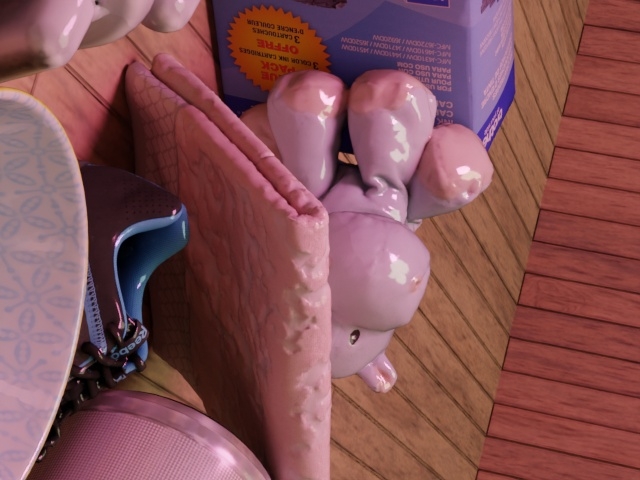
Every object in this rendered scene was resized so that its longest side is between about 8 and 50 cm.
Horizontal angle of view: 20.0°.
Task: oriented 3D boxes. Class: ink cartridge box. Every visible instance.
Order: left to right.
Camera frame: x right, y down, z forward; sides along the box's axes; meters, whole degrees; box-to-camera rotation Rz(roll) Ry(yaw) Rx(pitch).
[{"bbox_3d":[0.043,-0.225,1.731,0.395,0.270,0.151,83,26,-43],"label":"ink cartridge box"}]

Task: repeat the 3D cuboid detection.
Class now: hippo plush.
[{"bbox_3d":[0.000,0.000,1.667,0.294,0.234,0.237,-53,-169,44],"label":"hippo plush"}]

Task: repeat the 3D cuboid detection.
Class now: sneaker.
[{"bbox_3d":[-0.210,0.087,1.352,0.125,0.139,0.341,70,37,-63],"label":"sneaker"}]

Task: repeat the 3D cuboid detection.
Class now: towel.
[{"bbox_3d":[-0.078,0.046,1.550,0.053,0.317,0.332,-18,128,-22],"label":"towel"}]

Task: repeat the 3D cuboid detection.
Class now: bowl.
[{"bbox_3d":[-0.274,0.039,1.101,0.289,0.156,0.290,10,90,-72],"label":"bowl"}]

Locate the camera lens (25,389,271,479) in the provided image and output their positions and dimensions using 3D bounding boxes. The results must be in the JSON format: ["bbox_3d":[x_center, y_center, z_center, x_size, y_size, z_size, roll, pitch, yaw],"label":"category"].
[{"bbox_3d":[-0.170,0.274,1.453,0.219,0.219,0.274,83,25,-44],"label":"camera lens"}]

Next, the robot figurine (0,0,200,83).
[{"bbox_3d":[-0.165,-0.266,1.183,0.300,0.199,0.353,45,53,-38],"label":"robot figurine"}]
